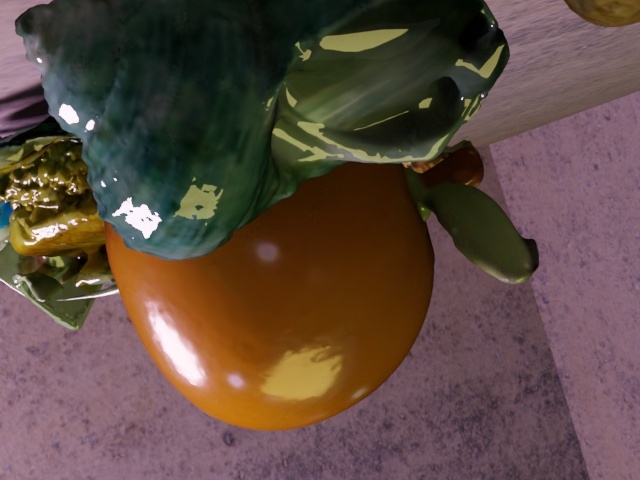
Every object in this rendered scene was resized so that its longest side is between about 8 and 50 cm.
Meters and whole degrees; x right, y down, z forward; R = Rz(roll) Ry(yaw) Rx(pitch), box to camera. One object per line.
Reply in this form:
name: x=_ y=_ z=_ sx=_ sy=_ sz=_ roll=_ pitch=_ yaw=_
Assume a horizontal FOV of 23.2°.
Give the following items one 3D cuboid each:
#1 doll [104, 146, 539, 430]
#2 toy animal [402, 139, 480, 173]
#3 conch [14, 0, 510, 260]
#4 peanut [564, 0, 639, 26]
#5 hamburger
doll: x=0.000 y=0.000 z=0.915 sx=0.236 sy=0.213 sz=0.213 roll=-18 pitch=179 yaw=6
toy animal: x=0.040 y=-0.090 z=1.027 sx=0.073 sy=0.136 sz=0.181 roll=-19 pitch=177 yaw=18
conch: x=-0.040 y=-0.079 z=0.745 sx=0.202 sy=0.134 sz=0.196 roll=-11 pitch=145 yaw=-41
peanut: x=0.178 y=-0.168 z=0.902 sx=0.080 sy=0.080 sz=0.174 roll=-17 pitch=175 yaw=-9
hamburger: x=-0.136 y=-0.029 z=1.097 sx=0.260 sy=0.151 sz=0.276 roll=-19 pitch=178 yaw=14
